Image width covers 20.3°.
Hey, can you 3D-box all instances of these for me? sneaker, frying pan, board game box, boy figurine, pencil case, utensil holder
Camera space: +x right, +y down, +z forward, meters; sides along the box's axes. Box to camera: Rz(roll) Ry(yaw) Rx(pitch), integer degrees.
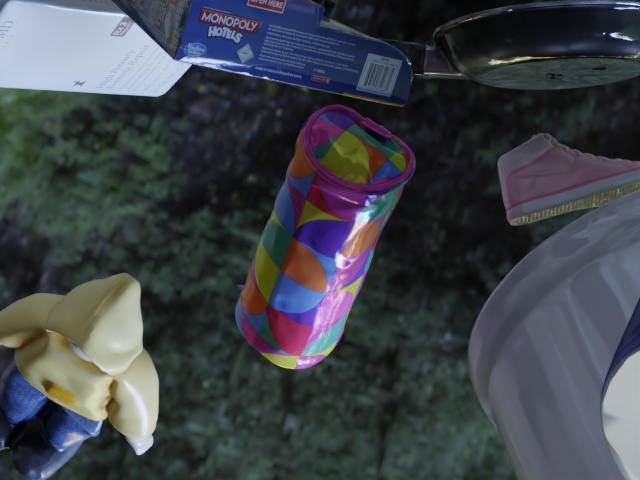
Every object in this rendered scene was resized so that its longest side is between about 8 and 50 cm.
[{"bbox_3d":[0.207,-0.061,1.455,0.134,0.070,0.051,-13,163,-10],"label":"sneaker"},{"bbox_3d":[0.123,-0.151,1.397,0.326,0.053,0.197,-3,174,-1],"label":"frying pan"},{"bbox_3d":[-0.058,-0.164,1.261,0.194,0.060,0.194,8,-163,-37],"label":"board game box"},{"bbox_3d":[-0.210,0.118,1.548,0.177,0.092,0.285,41,145,-3],"label":"boy figurine"},{"bbox_3d":[0.000,0.000,1.448,0.104,0.104,0.236,20,136,-3],"label":"pencil case"},{"bbox_3d":[0.320,0.198,1.333,0.327,0.385,0.327,-10,141,-9],"label":"utensil holder"}]

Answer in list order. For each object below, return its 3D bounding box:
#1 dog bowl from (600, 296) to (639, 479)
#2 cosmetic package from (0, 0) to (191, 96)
[{"bbox_3d":[0.268,0.083,0.825,0.265,0.104,0.265,23,149,15],"label":"dog bowl"},{"bbox_3d":[-0.213,-0.193,1.559,0.231,0.085,0.117,-3,148,-43],"label":"cosmetic package"}]
